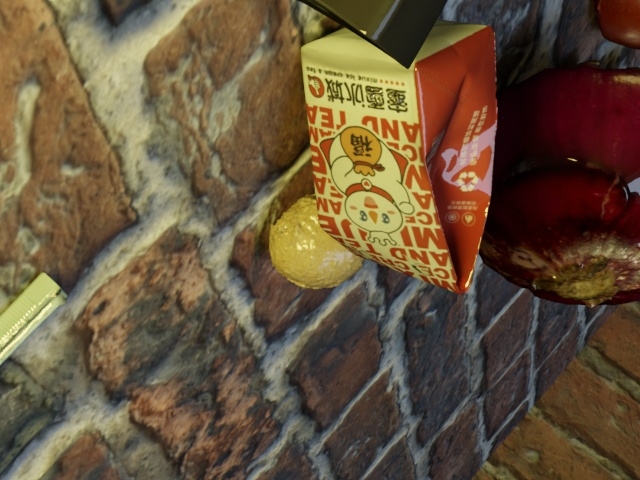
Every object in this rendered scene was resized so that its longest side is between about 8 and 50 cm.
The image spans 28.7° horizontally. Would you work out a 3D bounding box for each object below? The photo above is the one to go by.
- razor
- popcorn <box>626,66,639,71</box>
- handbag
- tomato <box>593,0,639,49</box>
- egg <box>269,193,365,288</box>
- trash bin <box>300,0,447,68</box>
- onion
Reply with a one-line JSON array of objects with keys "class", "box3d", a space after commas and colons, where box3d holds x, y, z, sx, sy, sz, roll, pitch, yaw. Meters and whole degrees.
[{"class": "razor", "box3d": [-0.338, 0.143, 1.156, 0.278, 0.056, 0.111, -54, 160, -14]}, {"class": "popcorn", "box3d": [0.524, -0.187, 2.107, 0.250, 0.250, 0.190, -37, 121, -32]}, {"class": "handbag", "box3d": [0.092, -0.085, 1.359, 0.151, 0.171, 0.298, -30, 124, -42]}, {"class": "tomato", "box3d": [0.580, -0.418, 1.915, 0.335, 0.176, 0.290, -46, 160, -18]}, {"class": "egg", "box3d": [0.000, 0.000, 1.509, 0.140, 0.116, 0.118, -5, 173, -44]}, {"class": "trash bin", "box3d": [0.061, -0.297, 1.113, 0.225, 0.165, 0.115, -58, 157, 7]}, {"class": "onion", "box3d": [0.408, -0.134, 1.847, 0.398, 0.398, 0.420, 93, 9, -54]}]
